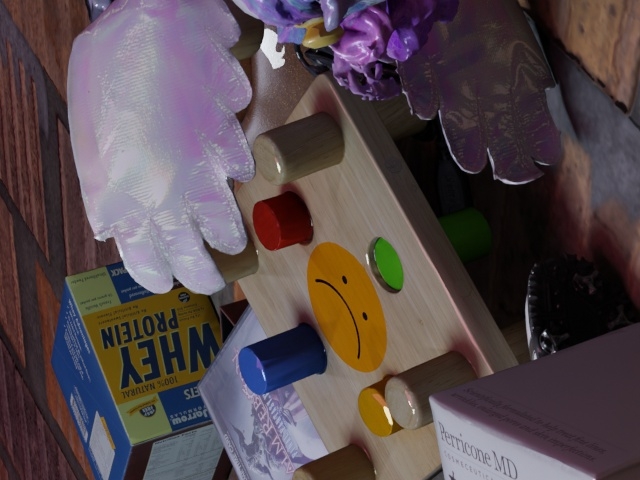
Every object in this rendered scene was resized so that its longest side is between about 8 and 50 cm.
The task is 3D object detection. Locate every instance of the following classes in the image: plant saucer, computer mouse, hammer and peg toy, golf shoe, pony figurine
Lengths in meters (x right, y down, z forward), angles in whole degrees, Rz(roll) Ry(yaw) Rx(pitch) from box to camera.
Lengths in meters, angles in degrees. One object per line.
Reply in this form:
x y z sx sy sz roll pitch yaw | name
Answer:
-0.085 -0.206 1.651 0.310 0.050 0.311 52 151 45 | plant saucer
0.061 -0.025 1.414 0.184 0.060 0.262 30 132 46 | computer mouse
0.000 0.000 1.343 0.361 0.127 0.266 61 150 14 | hammer and peg toy
0.168 0.108 1.199 0.094 0.077 0.198 129 123 -65 | golf shoe
-0.024 -0.175 1.119 0.363 0.303 0.351 123 129 -80 | pony figurine

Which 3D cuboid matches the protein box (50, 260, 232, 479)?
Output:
-0.181 0.150 2.020 0.201 0.136 0.200 112 138 -58 | protein box

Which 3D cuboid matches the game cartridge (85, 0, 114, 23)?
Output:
-0.215 -0.326 1.801 0.230 0.068 0.355 173 83 -79 | game cartridge

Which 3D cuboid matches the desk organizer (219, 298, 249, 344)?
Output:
-0.044 0.101 1.759 0.130 0.050 0.047 46 146 51 | desk organizer

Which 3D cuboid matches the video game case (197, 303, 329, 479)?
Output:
-0.014 0.130 1.649 0.196 0.026 0.274 63 141 26 | video game case

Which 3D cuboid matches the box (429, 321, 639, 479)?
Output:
0.183 0.128 1.028 0.181 0.182 0.119 20 124 65 | box
